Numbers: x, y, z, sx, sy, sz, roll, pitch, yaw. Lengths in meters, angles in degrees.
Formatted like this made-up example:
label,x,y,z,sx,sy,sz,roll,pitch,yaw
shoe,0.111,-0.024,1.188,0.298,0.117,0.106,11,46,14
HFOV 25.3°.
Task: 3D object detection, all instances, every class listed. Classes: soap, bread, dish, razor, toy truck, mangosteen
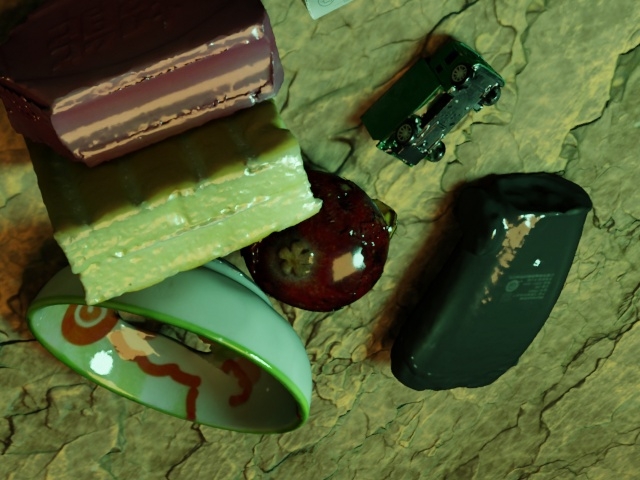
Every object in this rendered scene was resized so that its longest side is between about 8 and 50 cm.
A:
label,x,y,z,sx,sy,sz,roll,pitch,yaw
soap,-0.169,-0.163,1.287,0.250,0.162,0.099,-23,141,-7
bread,-0.145,-0.078,1.344,0.239,0.246,0.111,-22,130,-7
dish,-0.147,0.090,1.557,0.324,0.124,0.324,17,156,8
razor,0.216,0.062,1.804,0.189,0.107,0.327,-3,135,-29
toy truck,0.125,-0.147,1.541,0.147,0.079,0.065,-44,137,21
mangosteen,0.000,0.000,1.582,0.166,0.166,0.180,-44,166,19

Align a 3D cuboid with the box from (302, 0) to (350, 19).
label,x,y,z,sx,sy,sz,roll,pitch,yaw
box,0.074,-0.289,1.375,0.218,0.055,0.039,-27,143,0
